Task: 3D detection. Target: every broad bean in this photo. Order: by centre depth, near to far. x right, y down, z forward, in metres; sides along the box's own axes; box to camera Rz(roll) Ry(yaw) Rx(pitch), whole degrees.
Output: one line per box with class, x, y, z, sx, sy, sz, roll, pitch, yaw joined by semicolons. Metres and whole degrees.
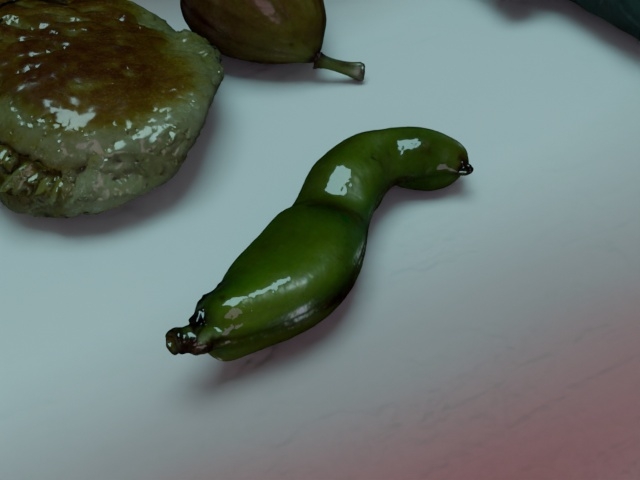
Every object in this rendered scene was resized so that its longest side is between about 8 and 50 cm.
broad bean;0.000;0.000;0.630;0.070;0.048;0.213;27;51;30

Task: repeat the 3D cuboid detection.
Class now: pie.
pie;-0.141;-0.093;0.720;0.163;0.079;0.193;-23;46;-23

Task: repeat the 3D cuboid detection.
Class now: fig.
fig;-0.027;-0.138;0.756;0.089;0.089;0.125;-36;71;-26

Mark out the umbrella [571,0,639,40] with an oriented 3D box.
umbrella;0.182;-0.195;0.772;0.143;0.094;0.349;-26;45;-28
